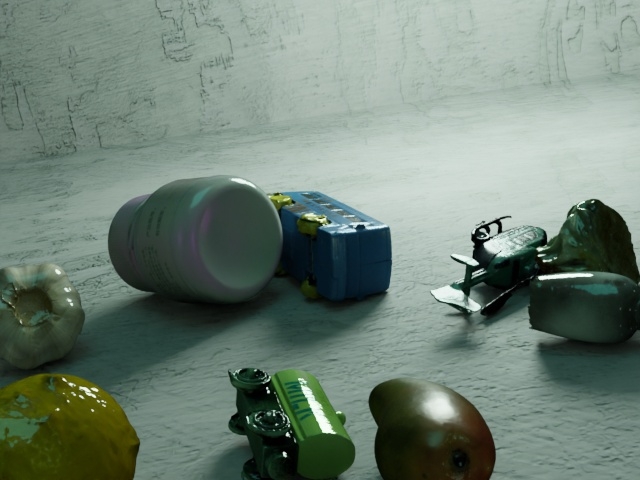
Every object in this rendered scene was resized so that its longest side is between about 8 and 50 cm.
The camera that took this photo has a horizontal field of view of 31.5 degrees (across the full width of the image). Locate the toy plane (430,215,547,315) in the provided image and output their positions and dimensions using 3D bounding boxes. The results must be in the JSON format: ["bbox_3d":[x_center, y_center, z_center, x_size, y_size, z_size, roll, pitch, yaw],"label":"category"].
[{"bbox_3d":[0.319,0.045,2.005,0.155,0.106,0.381,23,30,39],"label":"toy plane"}]

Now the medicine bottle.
[{"bbox_3d":[-0.247,0.001,2.175,0.241,0.241,0.302,-25,15,-39],"label":"medicine bottle"}]

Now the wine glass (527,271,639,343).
[{"bbox_3d":[0.425,0.103,1.745,0.204,0.111,0.111,5,23,27],"label":"wine glass"}]

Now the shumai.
[{"bbox_3d":[0.450,0.034,1.936,0.142,0.184,0.184,-19,9,36],"label":"shumai"}]

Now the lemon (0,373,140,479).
[{"bbox_3d":[-0.347,0.283,1.394,0.233,0.234,0.288,3,22,32],"label":"lemon"}]

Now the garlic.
[{"bbox_3d":[-0.537,0.153,2.068,0.199,0.199,0.226,-18,-13,-24],"label":"garlic"}]

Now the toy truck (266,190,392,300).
[{"bbox_3d":[0.000,0.000,2.200,0.162,0.161,0.385,-6,15,-21],"label":"toy truck"}]

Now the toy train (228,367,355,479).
[{"bbox_3d":[-0.041,0.250,1.566,0.157,0.105,0.253,0,17,-15],"label":"toy train"}]

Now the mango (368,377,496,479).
[{"bbox_3d":[0.139,0.246,1.426,0.146,0.129,0.289,-18,14,4],"label":"mango"}]
